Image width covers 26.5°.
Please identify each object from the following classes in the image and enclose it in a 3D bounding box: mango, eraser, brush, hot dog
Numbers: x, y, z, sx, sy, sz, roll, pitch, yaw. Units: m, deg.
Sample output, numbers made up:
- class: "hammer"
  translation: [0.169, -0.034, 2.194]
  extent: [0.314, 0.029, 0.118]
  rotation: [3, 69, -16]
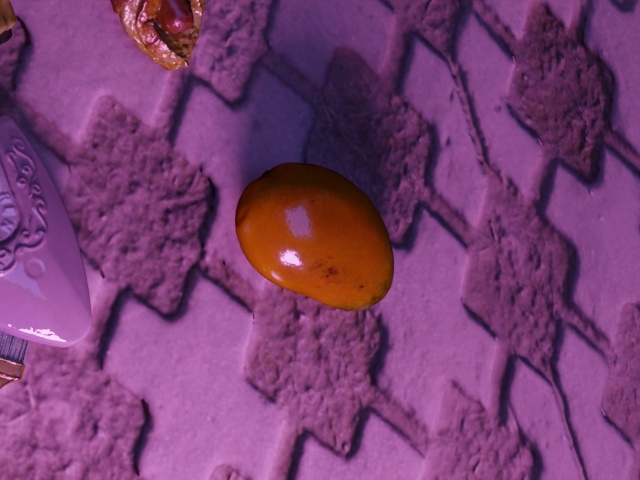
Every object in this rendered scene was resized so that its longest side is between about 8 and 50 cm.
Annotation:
- class: "mango"
  translation: [0.000, -0.006, 1.599]
  extent: [0.221, 0.120, 0.152]
  rotation: [23, 74, -32]
- class: "eraser"
  translation: [-0.327, 0.010, 1.435]
  extent: [0.243, 0.059, 0.204]
  rotation: [49, 60, -6]
- class: "brush"
  translation: [-0.362, 0.182, 1.421]
  extent: [0.082, 0.010, 0.218]
  rotation: [19, 73, -26]
- class: "hot dog"
  translation: [-0.199, -0.323, 1.550]
  extent: [0.123, 0.093, 0.262]
  rotation: [-34, 99, -30]

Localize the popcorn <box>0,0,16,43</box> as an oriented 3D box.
- class: "popcorn"
  translation: [-0.401, -0.359, 1.360]
  extent: [0.293, 0.237, 0.293]
  rotation: [8, 74, -30]
